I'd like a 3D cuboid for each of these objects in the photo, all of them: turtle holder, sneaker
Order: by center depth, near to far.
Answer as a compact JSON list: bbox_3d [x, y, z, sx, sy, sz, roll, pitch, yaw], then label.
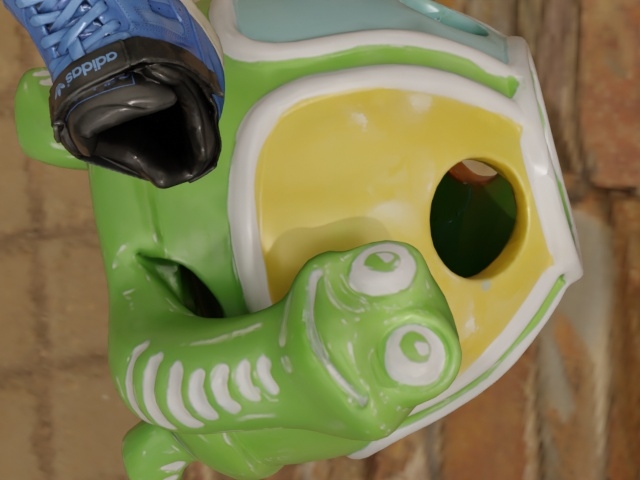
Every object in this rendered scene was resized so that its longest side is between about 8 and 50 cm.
[{"bbox_3d":[-0.084,-0.080,0.595,0.058,0.085,0.152,-27,130,16],"label":"sneaker"},{"bbox_3d":[-0.003,-0.018,0.780,0.320,0.227,0.243,35,43,-76],"label":"turtle holder"}]
